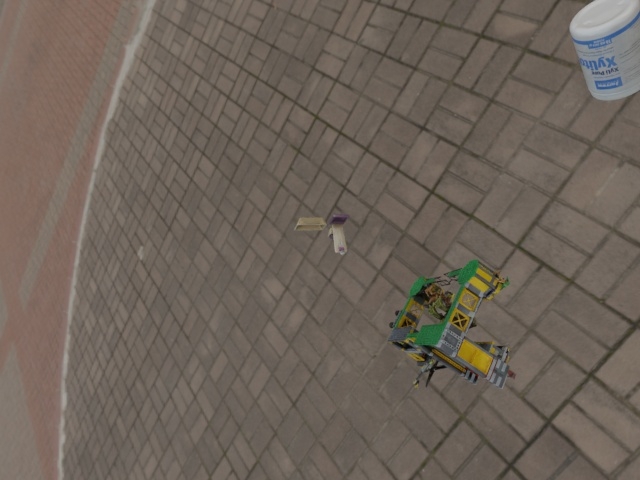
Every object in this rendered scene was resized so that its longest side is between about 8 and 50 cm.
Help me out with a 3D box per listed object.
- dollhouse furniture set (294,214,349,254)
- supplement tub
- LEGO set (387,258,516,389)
[{"bbox_3d":[0.000,0.000,0.882,0.091,0.114,0.081,128,138,-64],"label":"dollhouse furniture set"},{"bbox_3d":[0.357,-0.235,0.512,0.071,0.107,0.071,-29,37,25],"label":"supplement tub"},{"bbox_3d":[0.315,0.200,0.941,0.255,0.192,0.331,-59,6,-28],"label":"LEGO set"}]
